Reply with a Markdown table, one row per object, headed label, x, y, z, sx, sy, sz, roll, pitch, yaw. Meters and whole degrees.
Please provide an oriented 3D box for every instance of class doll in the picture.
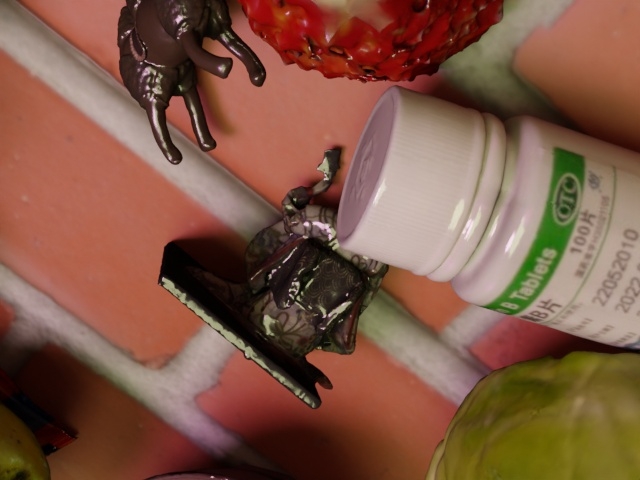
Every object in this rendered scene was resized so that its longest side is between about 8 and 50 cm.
| label | x | y | z | sx | sy | sz | roll | pitch | yaw |
| --- | --- | --- | --- | --- | --- | --- | --- | --- | --- |
| doll | -0.109 | -0.156 | 0.722 | 0.165 | 0.057 | 0.139 | 59 | 143 | 8 |

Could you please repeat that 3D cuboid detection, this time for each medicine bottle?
| label | x | y | z | sx | sy | sz | roll | pitch | yaw |
| --- | --- | --- | --- | --- | --- | --- | --- | --- | --- |
| medicine bottle | 0.139 | -0.015 | 0.684 | 0.236 | 0.139 | 0.139 | 17 | 120 | -12 |

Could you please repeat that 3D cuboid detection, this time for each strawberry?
| label | x | y | z | sx | sy | sz | roll | pitch | yaw |
| --- | --- | --- | --- | --- | --- | --- | --- | --- | --- |
| strawberry | 0.033 | -0.185 | 0.623 | 0.233 | 0.178 | 0.234 | 2 | 121 | 4 |

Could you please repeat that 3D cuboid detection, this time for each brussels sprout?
| label | x | y | z | sx | sy | sz | roll | pitch | yaw |
| --- | --- | --- | --- | --- | --- | --- | --- | --- | --- |
| brussels sprout | 0.237 | 0.224 | 0.741 | 0.268 | 0.344 | 0.344 | -21 | 117 | -19 |

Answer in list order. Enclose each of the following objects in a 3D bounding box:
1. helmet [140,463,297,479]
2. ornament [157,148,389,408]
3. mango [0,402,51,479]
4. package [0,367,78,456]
| label | x | y | z | sx | sy | sz | roll | pitch | yaw |
| --- | --- | --- | --- | --- | --- | --- | --- | --- | --- |
| helmet | -0.078 | 0.327 | 0.902 | 0.270 | 0.197 | 0.339 | 21 | 105 | 11 |
| ornament | 0.000 | 0.000 | 0.785 | 0.166 | 0.153 | 0.196 | 41 | 94 | -12 |
| mango | -0.382 | 0.226 | 0.879 | 0.381 | 0.225 | 0.201 | -13 | 92 | 48 |
| package | -0.326 | 0.139 | 0.955 | 0.083 | 0.022 | 0.200 | -31 | 109 | 26 |
